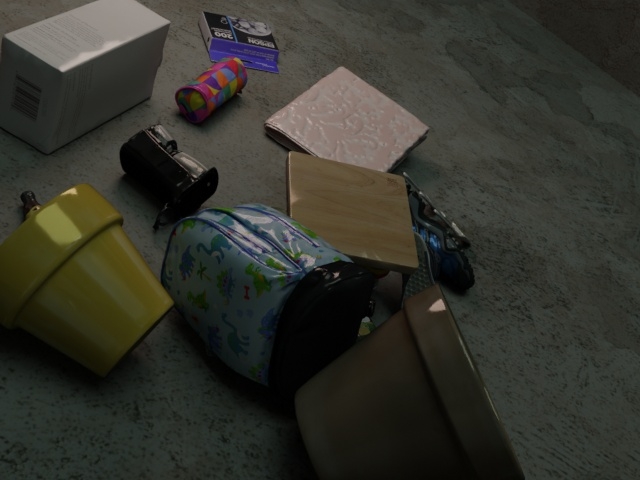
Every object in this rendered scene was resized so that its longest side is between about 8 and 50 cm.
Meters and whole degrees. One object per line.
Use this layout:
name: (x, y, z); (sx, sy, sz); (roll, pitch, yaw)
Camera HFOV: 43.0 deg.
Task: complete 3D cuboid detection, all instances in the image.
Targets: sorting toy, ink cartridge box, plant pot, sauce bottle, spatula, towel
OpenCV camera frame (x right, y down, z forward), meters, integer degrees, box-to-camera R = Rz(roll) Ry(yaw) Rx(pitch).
sorting toy: (0.048, -0.037, 1.625); (0.257, 0.089, 0.255); (12, 46, -16)
ink cartridge box: (-0.224, -0.559, 2.282); (0.206, 0.045, 0.208); (5, 43, -26)
plant pot: (-0.372, 0.078, 1.292); (0.239, 0.254, 0.254); (43, 38, -2)
sauce bottle: (-0.523, -0.041, 1.494); (0.042, 0.042, 0.128); (-8, 50, -37)
plant pot: (0.125, 0.270, 1.269); (0.280, 0.323, 0.323); (-25, 45, 8)
spatula: (0.276, -0.074, 1.912); (0.168, 0.019, 0.242); (55, 10, 28)
towel: (0.074, -0.283, 2.068); (0.317, 0.053, 0.332); (37, 51, 13)

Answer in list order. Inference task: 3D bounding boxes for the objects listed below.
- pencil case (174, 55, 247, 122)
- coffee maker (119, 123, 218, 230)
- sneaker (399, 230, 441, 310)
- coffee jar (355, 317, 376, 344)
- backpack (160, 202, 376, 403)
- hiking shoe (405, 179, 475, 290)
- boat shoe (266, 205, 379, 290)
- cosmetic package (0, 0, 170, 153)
pencil case: (-0.265, -0.373, 1.998); (0.104, 0.104, 0.236); (30, 35, 5)
coffee maker: (-0.326, -0.137, 1.658); (0.178, 0.120, 0.171); (38, 39, 17)
sneaker: (0.213, 0.104, 1.711); (0.086, 0.163, 0.226); (-5, 80, 13)
coffee jar: (0.058, 0.171, 1.533); (0.079, 0.096, 0.184); (3, 42, -31)
backpack: (-0.109, 0.078, 1.406); (0.273, 0.290, 0.355); (-3, 37, -31)
hiking shoe: (0.222, 0.006, 1.836); (0.304, 0.132, 0.113); (51, 1, 7)
boat shoe: (0.000, 0.000, 1.704); (0.302, 0.094, 0.109); (30, 37, 5)
cosmetic package: (-0.507, -0.371, 1.758); (0.156, 0.217, 0.385); (31, 36, 7)
